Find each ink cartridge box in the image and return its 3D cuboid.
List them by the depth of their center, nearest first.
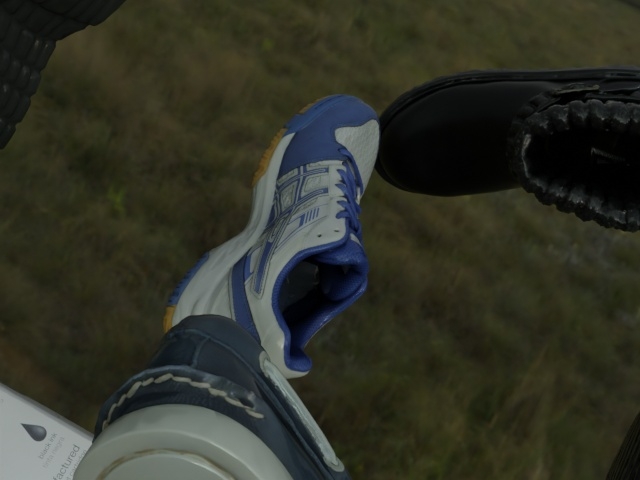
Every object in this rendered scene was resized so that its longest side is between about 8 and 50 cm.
[{"bbox_3d":[-0.302,0.180,0.926,0.218,0.158,0.092,34,-14,-18],"label":"ink cartridge box"}]

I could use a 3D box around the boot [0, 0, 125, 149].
[{"bbox_3d":[-0.178,-0.111,0.460,0.161,0.246,0.083,45,1,18],"label":"boot"}]

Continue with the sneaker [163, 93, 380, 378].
[{"bbox_3d":[0.000,0.000,0.948,0.131,0.296,0.112,5,-37,37],"label":"sneaker"}]

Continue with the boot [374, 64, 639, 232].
[{"bbox_3d":[0.197,-0.090,1.143,0.348,0.131,0.260,-10,19,18],"label":"boot"}]

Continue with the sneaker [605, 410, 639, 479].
[{"bbox_3d":[0.255,0.109,0.579,0.146,0.122,0.330,31,-26,0],"label":"sneaker"}]

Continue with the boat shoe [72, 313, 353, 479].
[{"bbox_3d":[-0.002,0.142,0.401,0.254,0.095,0.079,61,24,-22],"label":"boat shoe"}]
